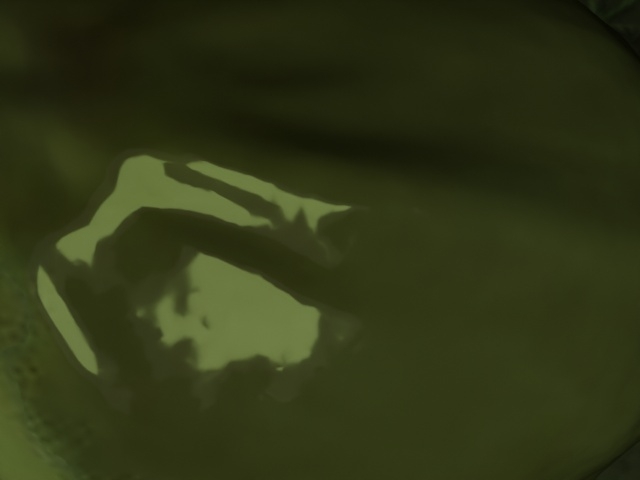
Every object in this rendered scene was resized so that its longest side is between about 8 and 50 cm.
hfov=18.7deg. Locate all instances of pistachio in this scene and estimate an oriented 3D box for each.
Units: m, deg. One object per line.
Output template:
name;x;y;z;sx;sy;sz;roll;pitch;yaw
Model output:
pistachio;0.000;0.000;0.613;0.331;0.208;0.226;7;167;-33
